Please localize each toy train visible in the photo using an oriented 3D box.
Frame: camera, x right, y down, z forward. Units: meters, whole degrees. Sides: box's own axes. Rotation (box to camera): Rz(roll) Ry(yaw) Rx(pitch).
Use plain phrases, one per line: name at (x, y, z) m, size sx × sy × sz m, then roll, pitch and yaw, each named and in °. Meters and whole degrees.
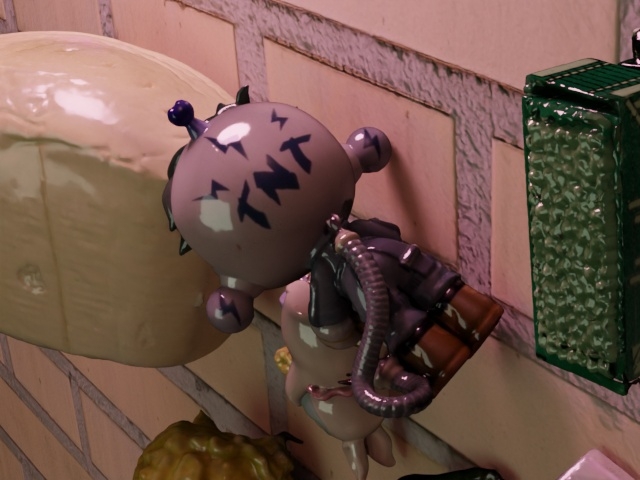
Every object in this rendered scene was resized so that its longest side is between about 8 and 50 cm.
toy train at (0.240, -0.023, 0.974) m, size 0.115 × 0.154 × 0.269 m, roll 23°, pitch 126°, yaw 50°

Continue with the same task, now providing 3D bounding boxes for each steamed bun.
steamed bun at (-0.290, -0.075, 1.662) m, size 0.456 × 0.290 × 0.371 m, roll 17°, pitch 126°, yaw 13°

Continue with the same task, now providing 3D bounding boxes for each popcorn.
popcorn at (-0.131, 0.339, 1.760) m, size 0.249 × 0.249 × 0.225 m, roll 32°, pitch 97°, yaw 48°

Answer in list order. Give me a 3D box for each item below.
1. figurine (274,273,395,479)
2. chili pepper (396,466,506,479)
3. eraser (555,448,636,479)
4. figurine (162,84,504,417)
figurine at (0.017, 0.156, 1.494) m, size 0.155 × 0.127 × 0.235 m, roll 18°, pitch 127°, yaw 33°
chili pepper at (0.144, 0.365, 1.339) m, size 0.148 × 0.264 × 0.116 m, roll -23°, pitch 130°, yaw 34°
eraser at (0.337, 0.381, 1.129) m, size 0.397 × 0.082 × 0.213 m, roll 40°, pitch 141°, yaw 42°
figurine at (0.002, -0.002, 1.318) m, size 0.382 × 0.261 × 0.186 m, roll 39°, pitch 151°, yaw 10°
